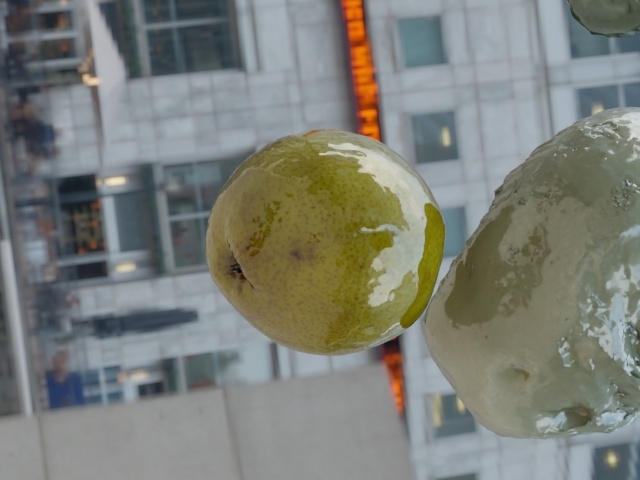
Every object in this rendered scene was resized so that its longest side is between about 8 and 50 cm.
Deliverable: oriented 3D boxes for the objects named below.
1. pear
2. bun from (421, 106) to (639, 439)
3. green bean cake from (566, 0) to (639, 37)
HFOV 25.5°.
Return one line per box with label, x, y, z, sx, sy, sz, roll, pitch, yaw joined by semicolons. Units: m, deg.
pear;0.000;0.000;1.239;0.209;0.209;0.209;173;-90;-78
bun;0.270;0.033;1.370;0.234;0.362;0.326;35;-47;22
green bean cake;0.212;-0.183;0.570;0.227;0.222;0.125;-20;-87;36
